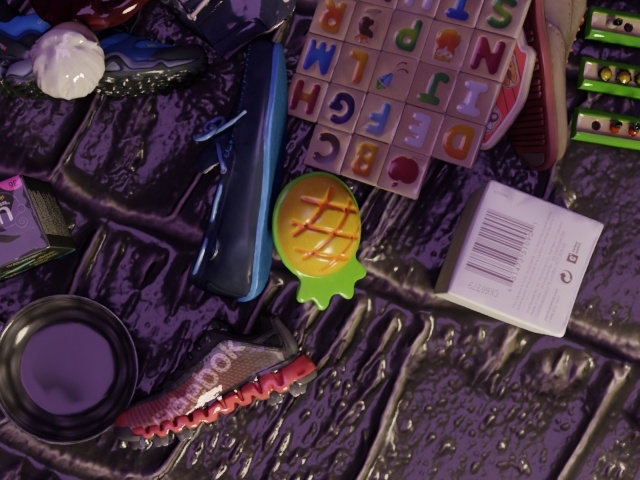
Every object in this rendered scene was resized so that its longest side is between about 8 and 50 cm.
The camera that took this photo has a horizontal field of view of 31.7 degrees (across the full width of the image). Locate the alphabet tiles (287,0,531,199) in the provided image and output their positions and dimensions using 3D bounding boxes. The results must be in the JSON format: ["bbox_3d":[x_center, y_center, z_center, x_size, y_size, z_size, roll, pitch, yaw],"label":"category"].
[{"bbox_3d":[0.104,-0.238,1.460,0.285,0.011,0.342,20,93,25],"label":"alphabet tiles"}]

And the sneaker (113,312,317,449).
[{"bbox_3d":[-0.150,0.178,1.472,0.276,0.097,0.135,-23,89,-3],"label":"sneaker"}]

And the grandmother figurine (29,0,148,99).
[{"bbox_3d":[-0.284,-0.330,1.423,0.208,0.104,0.342,-2,62,25],"label":"grandmother figurine"}]

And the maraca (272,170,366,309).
[{"bbox_3d":[0.000,0.000,1.478,0.127,0.099,0.185,-20,110,-19],"label":"maraca"}]

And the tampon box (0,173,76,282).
[{"bbox_3d":[-0.401,-0.013,1.446,0.120,0.161,0.101,-22,88,-1],"label":"tampon box"}]

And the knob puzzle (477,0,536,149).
[{"bbox_3d":[0.191,-0.211,1.457,0.213,0.030,0.213,3,95,41],"label":"knob puzzle"}]

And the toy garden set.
[{"bbox_3d":[0.450,-0.241,1.490,0.204,0.049,0.244,8,90,-11],"label":"toy garden set"}]

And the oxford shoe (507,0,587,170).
[{"bbox_3d":[0.303,-0.268,1.477,0.130,0.123,0.348,-10,100,-25],"label":"oxford shoe"}]

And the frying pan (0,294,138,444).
[{"bbox_3d":[-0.402,0.162,1.495,0.326,0.053,0.197,7,89,2],"label":"frying pan"}]

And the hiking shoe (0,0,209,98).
[{"bbox_3d":[-0.299,-0.261,1.478,0.304,0.113,0.132,0,85,-2],"label":"hiking shoe"}]

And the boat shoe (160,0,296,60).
[{"bbox_3d":[-0.052,-0.382,1.487,0.340,0.127,0.158,-36,94,7],"label":"boat shoe"}]

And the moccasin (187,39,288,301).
[{"bbox_3d":[-0.114,-0.094,1.461,0.117,0.138,0.342,8,89,9],"label":"moccasin"}]

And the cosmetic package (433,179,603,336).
[{"bbox_3d":[0.245,0.025,1.432,0.151,0.183,0.151,21,88,1],"label":"cosmetic package"}]
